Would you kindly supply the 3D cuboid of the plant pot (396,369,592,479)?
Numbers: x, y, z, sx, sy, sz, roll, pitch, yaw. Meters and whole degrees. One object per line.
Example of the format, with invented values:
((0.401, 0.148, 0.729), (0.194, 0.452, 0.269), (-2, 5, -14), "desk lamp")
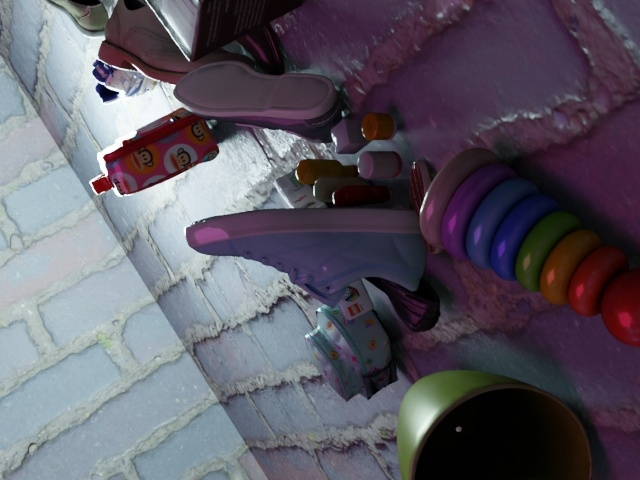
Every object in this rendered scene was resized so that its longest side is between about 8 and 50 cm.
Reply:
((0.225, 0.309, 1.620), (0.275, 0.274, 0.293), (63, 173, -15), "plant pot")

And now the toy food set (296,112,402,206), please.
((0.068, -0.114, 1.590), (0.232, 0.104, 0.111), (-35, 63, 52), "toy food set")

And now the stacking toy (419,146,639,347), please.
((0.279, 0.020, 1.253), (0.330, 0.141, 0.141), (36, 151, 33), "stacking toy")

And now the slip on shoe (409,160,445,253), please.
((0.163, -0.050, 1.515), (0.051, 0.041, 0.135), (155, 101, -68), "slip on shoe")

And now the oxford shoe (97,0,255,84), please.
((-0.261, -0.359, 1.893), (0.397, 0.140, 0.147), (20, 105, 36), "oxford shoe")

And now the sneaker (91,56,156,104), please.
((-0.413, -0.375, 2.211), (0.112, 0.131, 0.296), (54, 157, 16), "sneaker")

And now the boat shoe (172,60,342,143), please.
((-0.101, -0.213, 1.693), (0.319, 0.116, 0.099), (11, 148, 33), "boat shoe")

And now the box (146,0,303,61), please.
((-0.137, -0.392, 1.472), (0.167, 0.203, 0.168), (54, 158, 11), "box")

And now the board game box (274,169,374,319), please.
((0.000, 0.000, 1.797), (0.193, 0.053, 0.305), (65, 177, -18), "board game box")

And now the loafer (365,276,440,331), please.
((0.121, 0.050, 1.711), (0.223, 0.076, 0.078), (51, 139, 31), "loafer")

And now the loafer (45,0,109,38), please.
((-0.544, -0.549, 2.337), (0.251, 0.094, 0.087), (42, 143, 25), "loafer")

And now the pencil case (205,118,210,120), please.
((-0.242, -0.305, 2.020), (0.064, 0.070, 0.152), (-48, 68, 22), "pencil case")

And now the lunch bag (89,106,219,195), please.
((-0.346, -0.168, 2.128), (0.120, 0.258, 0.293), (64, 170, -11), "lunch bag")

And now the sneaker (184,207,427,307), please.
((-0.019, 0.027, 1.559), (0.135, 0.365, 0.150), (20, -111, -88), "sneaker")

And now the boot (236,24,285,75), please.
((-0.151, -0.339, 1.710), (0.219, 0.106, 0.082), (57, 159, 3), "boot")

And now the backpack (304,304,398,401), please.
((0.054, 0.193, 1.955), (0.166, 0.144, 0.188), (49, 155, 36), "backpack")
